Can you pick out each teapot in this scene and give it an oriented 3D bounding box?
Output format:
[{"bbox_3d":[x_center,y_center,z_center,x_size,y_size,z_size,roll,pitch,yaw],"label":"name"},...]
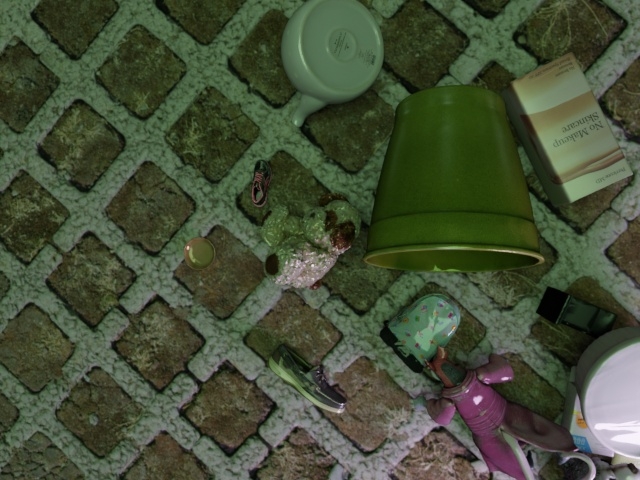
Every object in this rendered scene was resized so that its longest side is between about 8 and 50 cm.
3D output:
[{"bbox_3d":[0.010,-0.435,1.274,0.256,0.187,0.252,-33,108,-19],"label":"teapot"}]

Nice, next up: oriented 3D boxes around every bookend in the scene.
[{"bbox_3d":[0.587,0.172,1.225,0.157,0.156,0.072,23,94,5],"label":"bookend"}]

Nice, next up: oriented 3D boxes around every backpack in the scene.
[{"bbox_3d":[0.247,0.208,1.291,0.182,0.115,0.152,-44,84,4],"label":"backpack"}]

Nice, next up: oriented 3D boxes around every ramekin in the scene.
[{"bbox_3d":[0.668,0.306,1.150,0.273,0.127,0.272,2,104,6],"label":"ramekin"}]

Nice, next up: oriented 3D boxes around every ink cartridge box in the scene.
[{"bbox_3d":[0.628,0.393,1.273,0.105,0.061,0.181,8,92,6],"label":"ink cartridge box"}]

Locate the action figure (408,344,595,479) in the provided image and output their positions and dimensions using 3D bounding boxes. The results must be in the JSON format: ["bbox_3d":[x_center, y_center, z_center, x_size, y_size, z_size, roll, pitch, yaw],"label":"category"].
[{"bbox_3d":[0.356,0.390,1.209,0.370,0.275,0.248,44,99,-9],"label":"action figure"}]

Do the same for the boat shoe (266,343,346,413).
[{"bbox_3d":[-0.026,0.336,1.347,0.224,0.080,0.073,32,100,10],"label":"boat shoe"}]

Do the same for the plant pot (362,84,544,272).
[{"bbox_3d":[0.276,-0.125,1.182,0.367,0.366,0.352,0,80,7],"label":"plant pot"}]

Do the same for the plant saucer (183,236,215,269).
[{"bbox_3d":[-0.307,0.033,1.405,0.084,0.015,0.083,0,92,8],"label":"plant saucer"}]

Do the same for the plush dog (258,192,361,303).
[{"bbox_3d":[0.000,0.000,1.283,0.225,0.262,0.211,-40,120,16],"label":"plush dog"}]

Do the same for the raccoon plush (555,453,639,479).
[{"bbox_3d":[0.602,0.682,1.201,0.300,0.216,0.445,23,94,3],"label":"raccoon plush"}]

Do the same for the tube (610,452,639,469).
[{"bbox_3d":[0.723,0.421,1.266,0.070,0.062,0.239,7,100,47],"label":"tube"}]

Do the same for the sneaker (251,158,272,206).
[{"bbox_3d":[-0.151,-0.143,1.359,0.047,0.057,0.119,4,91,9],"label":"sneaker"}]

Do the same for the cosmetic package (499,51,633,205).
[{"bbox_3d":[0.542,-0.242,1.231,0.153,0.129,0.296,-27,89,6],"label":"cosmetic package"}]
